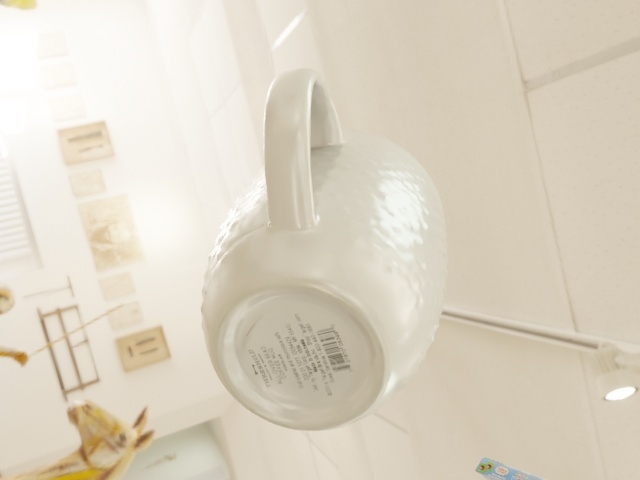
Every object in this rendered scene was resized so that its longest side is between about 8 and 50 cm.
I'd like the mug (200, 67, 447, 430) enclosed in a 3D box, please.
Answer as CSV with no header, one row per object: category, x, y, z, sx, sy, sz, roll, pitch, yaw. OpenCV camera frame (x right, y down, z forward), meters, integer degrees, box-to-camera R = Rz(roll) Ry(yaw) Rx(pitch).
mug,0.000,0.000,0.674,0.328,0.276,0.374,-68,151,-64

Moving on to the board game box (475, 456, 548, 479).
board game box,0.409,0.481,1.109,0.160,0.039,0.211,44,-20,-16
